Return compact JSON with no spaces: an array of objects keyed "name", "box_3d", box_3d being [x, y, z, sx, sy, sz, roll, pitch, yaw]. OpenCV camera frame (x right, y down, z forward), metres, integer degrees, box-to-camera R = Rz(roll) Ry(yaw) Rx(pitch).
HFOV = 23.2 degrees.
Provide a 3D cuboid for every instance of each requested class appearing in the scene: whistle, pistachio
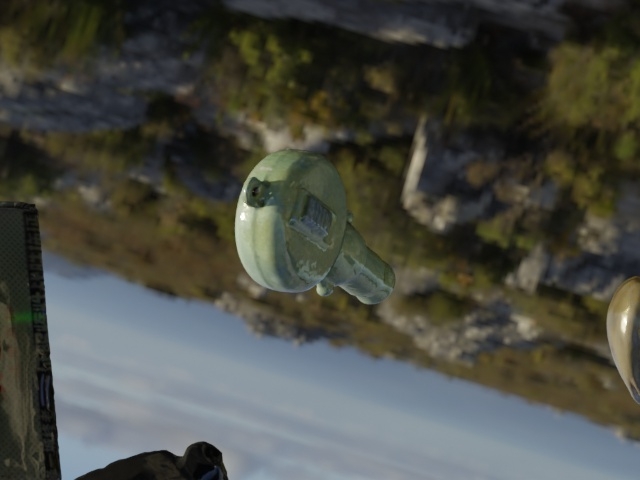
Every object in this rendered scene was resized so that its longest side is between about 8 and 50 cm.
[{"name":"whistle","box_3d":[0.000,0.000,1.403,0.067,0.126,0.258,10,165,30]},{"name":"pistachio","box_3d":[0.458,0.144,2.098,0.137,0.153,0.238,25,159,43]}]

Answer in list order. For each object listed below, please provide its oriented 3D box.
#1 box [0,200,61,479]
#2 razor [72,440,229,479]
[{"name":"box","box_3d":[-0.290,0.112,1.140,0.084,0.198,0.310,3,160,-31]},{"name":"razor","box_3d":[-0.112,0.294,1.220,0.189,0.107,0.327,-22,-148,-9]}]
